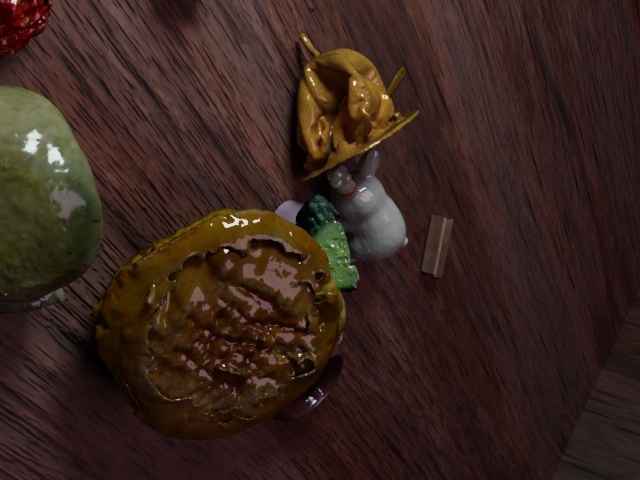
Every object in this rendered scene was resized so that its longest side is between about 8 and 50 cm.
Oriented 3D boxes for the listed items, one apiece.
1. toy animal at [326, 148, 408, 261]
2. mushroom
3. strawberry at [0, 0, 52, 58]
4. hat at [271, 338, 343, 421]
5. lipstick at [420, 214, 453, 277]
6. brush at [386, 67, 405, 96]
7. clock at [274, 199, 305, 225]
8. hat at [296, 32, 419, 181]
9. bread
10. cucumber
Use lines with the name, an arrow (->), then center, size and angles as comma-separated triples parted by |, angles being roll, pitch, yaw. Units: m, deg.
toy animal -> 0.071, -0.077, 1.533 | 0.140, 0.138, 0.282 | -58, 136, -24
mushroom -> -0.402, -0.022, 0.944 | 0.217, 0.212, 0.292 | -25, 127, -53
strawberry -> -0.402, -0.279, 0.921 | 0.190, 0.111, 0.236 | 46, 67, -49
hat -> -0.038, 0.261, 1.533 | 0.205, 0.089, 0.205 | -41, 151, -28
lipstick -> 0.279, 0.014, 1.883 | 0.045, 0.045, 0.145 | 3, 99, -49
brush -> 0.136, -0.301, 1.639 | 0.170, 0.014, 0.043 | -58, 136, -23
clock -> -0.102, 0.035, 1.406 | 0.290, 0.080, 0.275 | 33, 75, -51
hat -> 0.015, -0.266, 1.423 | 0.233, 0.244, 0.233 | 60, 23, -10
bread -> -0.153, 0.111, 1.192 | 0.358, 0.204, 0.336 | -27, 118, -9
cucumber -> 0.000, 0.000, 1.316 | 0.086, 0.193, 0.115 | -16, 119, -1
